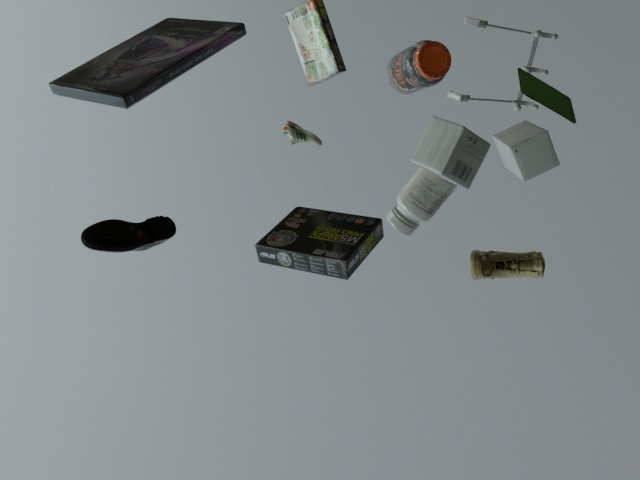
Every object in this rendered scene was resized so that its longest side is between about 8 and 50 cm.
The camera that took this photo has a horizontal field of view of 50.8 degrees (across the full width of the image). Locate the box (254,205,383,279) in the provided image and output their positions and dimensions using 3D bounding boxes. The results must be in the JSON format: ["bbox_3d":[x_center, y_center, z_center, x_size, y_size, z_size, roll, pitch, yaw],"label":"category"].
[{"bbox_3d":[0.000,0.000,1.767,0.270,0.060,0.216,10,-145,30],"label":"box"}]

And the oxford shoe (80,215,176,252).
[{"bbox_3d":[-0.463,-0.001,1.605,0.227,0.096,0.082,-4,-109,-41],"label":"oxford shoe"}]

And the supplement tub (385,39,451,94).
[{"bbox_3d":[0.253,-0.446,1.735,0.117,0.116,0.190,-8,-176,-15],"label":"supplement tub"}]

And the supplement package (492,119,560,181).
[{"bbox_3d":[0.547,-0.243,1.806,0.105,0.105,0.179,-25,-163,7],"label":"supplement package"}]

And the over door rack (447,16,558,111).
[{"bbox_3d":[0.555,-0.514,2.005,0.325,0.239,0.108,0,-158,-27],"label":"over door rack"}]

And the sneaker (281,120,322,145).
[{"bbox_3d":[-0.074,-0.384,2.544,0.161,0.075,0.057,30,-177,3],"label":"sneaker"}]

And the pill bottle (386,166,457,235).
[{"bbox_3d":[0.316,-0.132,2.126,0.131,0.229,0.131,30,-156,-15],"label":"pill bottle"}]

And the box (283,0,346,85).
[{"bbox_3d":[-0.015,-0.531,1.805,0.114,0.206,0.036,-14,-173,39],"label":"box"}]

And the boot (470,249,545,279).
[{"bbox_3d":[0.585,0.077,2.099,0.204,0.095,0.262,-1,177,28],"label":"boot"}]

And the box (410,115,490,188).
[{"bbox_3d":[0.251,-0.169,1.301,0.101,0.101,0.087,19,-172,-44],"label":"box"}]

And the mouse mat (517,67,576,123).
[{"bbox_3d":[0.635,-0.408,1.896,0.190,0.007,0.152,26,-140,-11],"label":"mouse mat"}]

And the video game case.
[{"bbox_3d":[-0.282,-0.302,1.117,0.196,0.026,0.274,17,-135,34],"label":"video game case"}]
